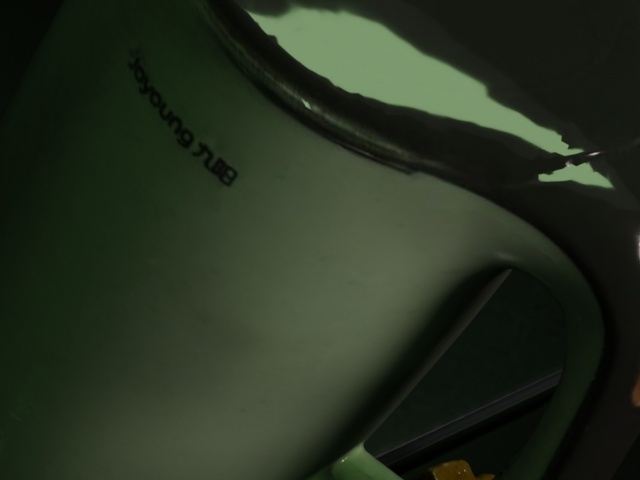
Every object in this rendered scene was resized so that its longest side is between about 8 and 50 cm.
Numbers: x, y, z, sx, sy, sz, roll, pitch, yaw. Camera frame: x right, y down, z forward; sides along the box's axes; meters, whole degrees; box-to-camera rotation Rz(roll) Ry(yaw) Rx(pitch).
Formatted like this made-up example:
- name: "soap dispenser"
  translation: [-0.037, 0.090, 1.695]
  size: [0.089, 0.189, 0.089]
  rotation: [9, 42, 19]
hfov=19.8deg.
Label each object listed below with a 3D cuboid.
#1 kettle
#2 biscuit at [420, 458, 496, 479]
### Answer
- name: "kettle"
  translation: [0.000, 0.000, 0.574]
  size: [0.165, 0.255, 0.240]
  rotation: [-28, 74, -40]
- name: "biscuit"
  translation: [0.064, 0.123, 0.676]
  size: [0.082, 0.016, 0.092]
  rotation: [-13, 66, -38]
